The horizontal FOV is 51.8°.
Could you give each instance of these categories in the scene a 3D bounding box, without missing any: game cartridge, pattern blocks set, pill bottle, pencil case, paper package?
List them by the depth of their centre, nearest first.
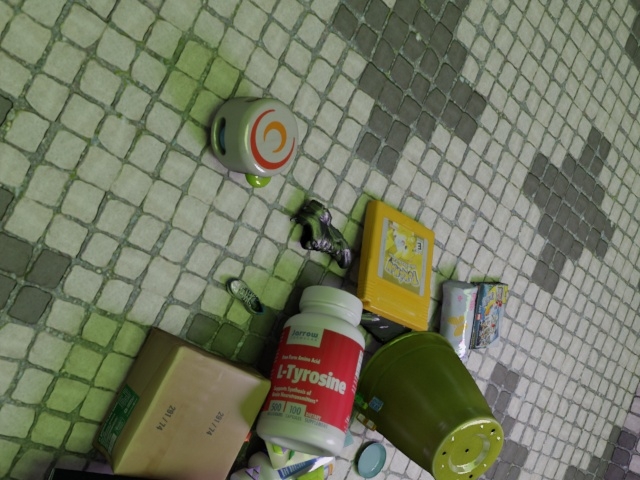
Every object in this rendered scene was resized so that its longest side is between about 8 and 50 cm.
[{"bbox_3d":[-0.332,0.420,1.604,0.309,0.168,0.325,32,80,-35],"label":"paper package"},{"bbox_3d":[-0.011,0.339,1.740,0.229,0.229,0.408,35,57,-36],"label":"pill bottle"},{"bbox_3d":[-0.075,0.530,1.789,0.324,0.026,0.285,-24,72,-34],"label":"pattern blocks set"},{"bbox_3d":[-0.106,0.635,1.822,0.272,0.152,0.152,-18,109,-32],"label":"pill bottle"},{"bbox_3d":[0.231,0.078,1.958,0.285,0.052,0.324,25,61,-37],"label":"game cartridge"},{"bbox_3d":[0.449,0.267,2.187,0.113,0.124,0.273,5,96,3],"label":"pencil case"}]

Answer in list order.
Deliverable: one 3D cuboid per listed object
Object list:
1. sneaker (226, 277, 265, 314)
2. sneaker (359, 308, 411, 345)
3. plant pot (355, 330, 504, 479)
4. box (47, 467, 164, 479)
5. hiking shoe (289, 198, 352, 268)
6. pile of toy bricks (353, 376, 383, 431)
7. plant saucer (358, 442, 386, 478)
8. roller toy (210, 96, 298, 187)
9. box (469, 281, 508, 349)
[{"bbox_3d":[-0.188,0.147,1.724,0.052,0.058,0.135,-52,123,-17],"label":"sneaker"},{"bbox_3d":[0.183,0.255,1.996,0.286,0.109,0.130,9,101,-34],"label":"sneaker"},{"bbox_3d":[0.339,0.515,1.942,0.366,0.353,0.367,-10,118,-20],"label":"plant pot"},{"bbox_3d":[-0.389,0.787,1.397,0.479,0.297,0.472,13,106,-14],"label":"box"},{"bbox_3d":[0.000,0.000,1.833,0.114,0.086,0.227,-36,113,-11],"label":"hiking shoe"},{"bbox_3d":[0.096,0.464,1.943,0.118,0.212,0.105,-52,160,-16],"label":"pile of toy bricks"},{"bbox_3d":[0.161,0.703,2.114,0.119,0.021,0.119,-7,102,-35],"label":"plant saucer"},{"bbox_3d":[-0.162,-0.257,1.610,0.209,0.146,0.191,-56,134,-21],"label":"roller toy"},{"bbox_3d":[0.580,0.263,2.323,0.159,0.044,0.233,3,97,-37],"label":"box"}]
